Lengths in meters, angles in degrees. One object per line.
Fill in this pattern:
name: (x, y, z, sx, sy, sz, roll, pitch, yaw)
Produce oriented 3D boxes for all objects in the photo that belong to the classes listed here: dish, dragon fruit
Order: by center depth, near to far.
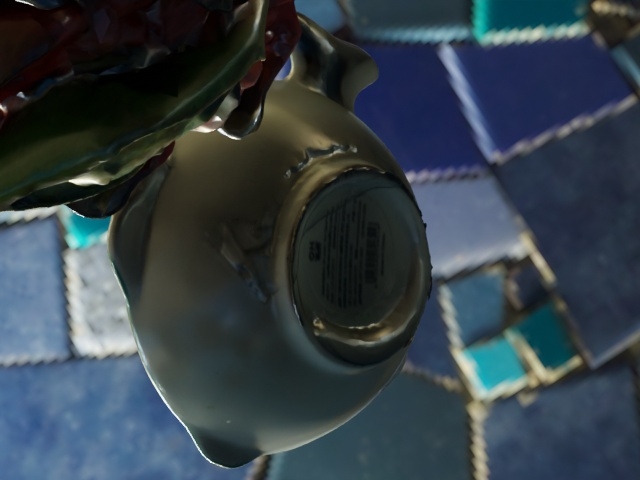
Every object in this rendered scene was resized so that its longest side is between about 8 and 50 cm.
dragon fruit: (-0.115, -0.146, 0.595, 0.233, 0.293, 0.234, -36, 166, -10)
dish: (0.000, 0.000, 1.007, 0.078, 0.246, 0.224, -2, 159, 46)
